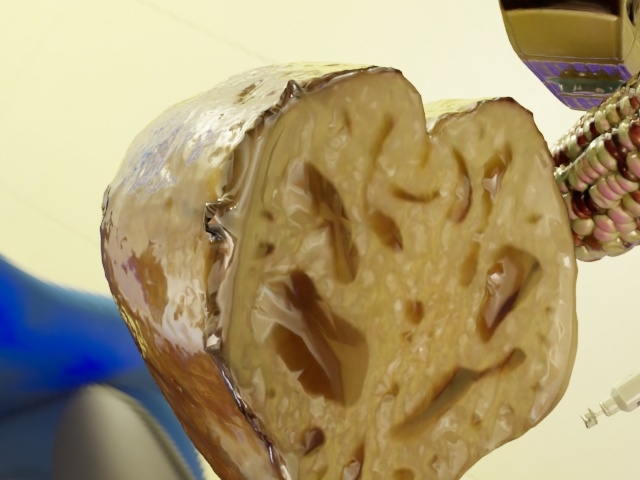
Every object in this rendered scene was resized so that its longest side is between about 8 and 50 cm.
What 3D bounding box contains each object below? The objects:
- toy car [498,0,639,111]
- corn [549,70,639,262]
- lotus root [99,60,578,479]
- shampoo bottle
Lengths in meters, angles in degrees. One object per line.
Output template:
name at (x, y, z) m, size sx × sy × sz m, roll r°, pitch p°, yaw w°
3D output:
toy car at (0.180, -0.165, 1.287) m, size 0.101 × 0.257 × 0.124 m, roll 5°, pitch 81°, yaw 22°
corn at (0.227, -0.073, 1.207) m, size 0.280 × 0.092 × 0.092 m, roll -44°, pitch 42°, yaw 51°
lotus root at (0.000, 0.000, 1.225) m, size 0.250 × 0.316 × 0.316 m, roll 22°, pitch 82°, yaw 53°
shampoo bottle at (0.306, 0.134, 1.804) m, size 0.141 × 0.049 × 0.034 m, roll -32°, pitch 88°, yaw 0°
